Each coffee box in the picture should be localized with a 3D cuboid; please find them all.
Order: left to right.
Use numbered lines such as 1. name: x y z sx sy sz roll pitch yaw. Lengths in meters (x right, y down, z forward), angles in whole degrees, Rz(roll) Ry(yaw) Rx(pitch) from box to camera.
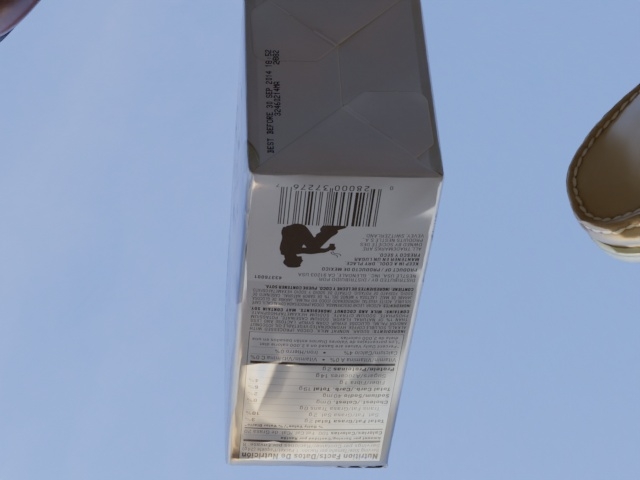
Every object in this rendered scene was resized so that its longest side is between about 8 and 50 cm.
1. coffee box: 0.000 0.000 1.117 0.118 0.168 0.297 1 -41 -5

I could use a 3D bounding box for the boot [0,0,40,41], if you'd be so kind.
1. boot: -0.054 -0.214 0.660 0.096 0.280 0.264 38 -120 -28

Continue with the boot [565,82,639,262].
1. boot: 0.162 -0.098 0.692 0.262 0.203 0.095 -35 -128 33
